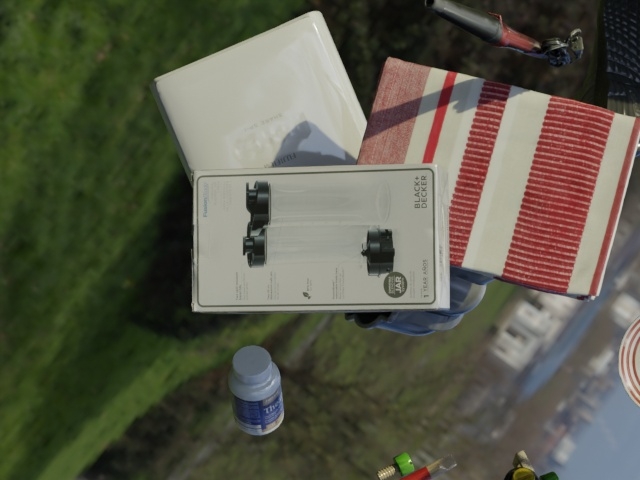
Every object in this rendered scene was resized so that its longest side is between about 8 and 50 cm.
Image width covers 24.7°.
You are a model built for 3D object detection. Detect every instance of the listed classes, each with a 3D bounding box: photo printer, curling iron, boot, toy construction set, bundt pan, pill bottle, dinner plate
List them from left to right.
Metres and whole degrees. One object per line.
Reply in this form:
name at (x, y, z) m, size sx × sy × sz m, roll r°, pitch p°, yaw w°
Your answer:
pill bottle at (-0.083, 0.189, 1.864) m, size 0.067 × 0.067 × 0.120 m, roll -47°, pitch 151°, yaw -31°
photo printer at (-0.059, -0.122, 1.984) m, size 0.256 × 0.307 × 0.107 m, roll -22°, pitch -176°, yaw 4°
bundt pan at (0.160, -0.012, 2.026) m, size 0.331 × 0.124 × 0.331 m, roll -49°, pitch -153°, yaw 37°
toy construction set at (0.253, 0.428, 2.348) m, size 0.237 × 0.309 × 0.257 m, roll -25°, pitch 123°, yaw -10°
curling iron at (0.209, -0.244, 1.667) m, size 0.068 × 0.035 × 0.274 m, roll -21°, pitch 158°, yaw 41°
boot at (0.401, -0.220, 2.153) m, size 0.223 × 0.118 × 0.338 m, roll -48°, pitch -158°, yaw 57°
dinner plate at (0.415, 0.140, 1.688) m, size 0.141 × 0.141 × 0.017 m, roll -56°, pitch 168°, yaw 8°

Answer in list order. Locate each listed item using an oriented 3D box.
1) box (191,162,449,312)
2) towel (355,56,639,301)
box at (0.000, 0.000, 1.684) m, size 0.087 × 0.290 × 0.169 m, roll 14°, pitch 74°, yaw -76°
towel at (0.206, -0.076, 1.791) m, size 0.037 × 0.329 × 0.237 m, roll 34°, pitch 71°, yaw -78°
